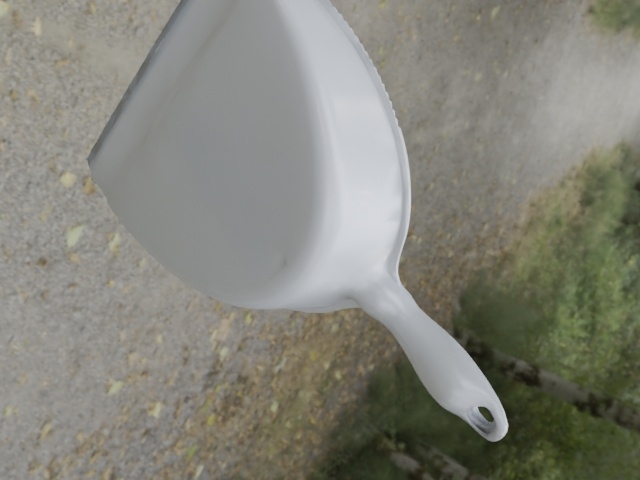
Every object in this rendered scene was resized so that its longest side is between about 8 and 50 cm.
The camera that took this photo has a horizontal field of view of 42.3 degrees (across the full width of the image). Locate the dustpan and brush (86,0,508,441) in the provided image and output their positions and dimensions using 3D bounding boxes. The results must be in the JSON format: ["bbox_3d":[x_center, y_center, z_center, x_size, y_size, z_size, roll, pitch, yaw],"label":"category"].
[{"bbox_3d":[0.000,0.000,0.345,0.060,0.211,0.147,-11,150,-50],"label":"dustpan and brush"}]
